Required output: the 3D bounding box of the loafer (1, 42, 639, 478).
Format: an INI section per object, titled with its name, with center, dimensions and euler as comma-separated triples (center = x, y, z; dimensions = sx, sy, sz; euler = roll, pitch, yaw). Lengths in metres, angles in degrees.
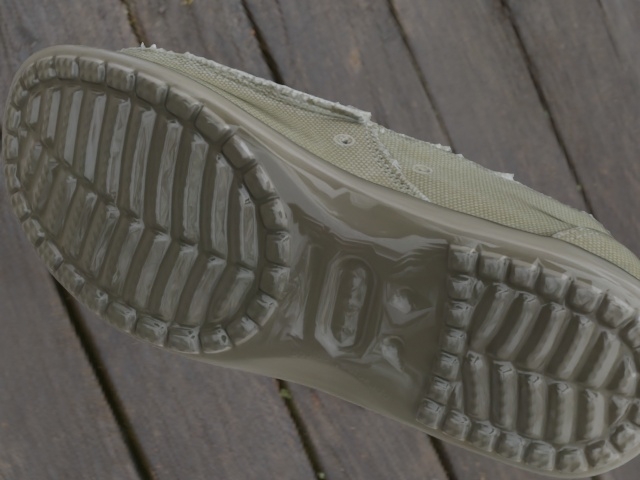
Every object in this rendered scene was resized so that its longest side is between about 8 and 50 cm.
[loafer]
center = 0.000, 0.000, 0.374
dimensions = 0.092, 0.269, 0.101
euler = -27, 140, -64
